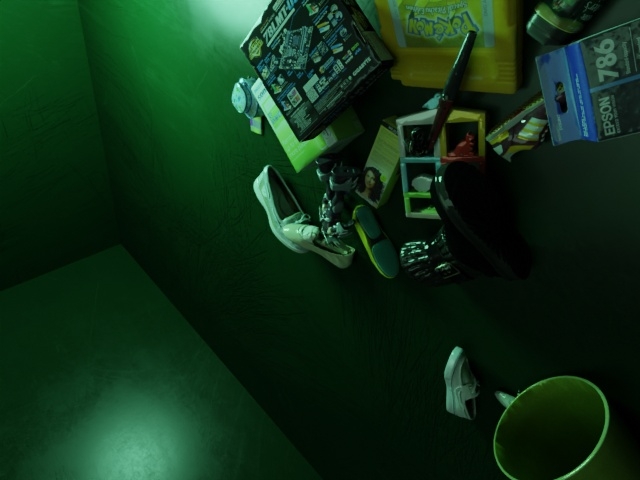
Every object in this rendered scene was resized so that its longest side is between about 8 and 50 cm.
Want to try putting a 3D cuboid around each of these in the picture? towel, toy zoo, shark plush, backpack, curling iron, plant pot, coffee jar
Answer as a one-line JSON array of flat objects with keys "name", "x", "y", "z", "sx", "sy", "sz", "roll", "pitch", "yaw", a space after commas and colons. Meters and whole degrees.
[{"name": "towel", "x": -0.219, "y": -0.408, "z": 1.428, "sx": 0.060, "sy": 0.009, "sz": 0.083, "roll": 30, "pitch": 133, "yaw": 33}, {"name": "toy zoo", "x": 0.275, "y": -0.183, "z": 0.946, "sx": 0.193, "sy": 0.030, "sz": 0.293, "roll": 6, "pitch": 123, "yaw": 30}, {"name": "shark plush", "x": 0.543, "y": 0.457, "z": 1.112, "sx": 0.161, "sy": 0.073, "sz": 0.067, "roll": 33, "pitch": 159, "yaw": 2}, {"name": "backpack", "x": -0.228, "y": -0.452, "z": 1.348, "sx": 0.114, "sy": 0.084, "sz": 0.105, "roll": 51, "pitch": 141, "yaw": 13}, {"name": "curling iron", "x": 0.242, "y": -0.276, "z": 0.838, "sx": 0.035, "sy": 0.068, "sz": 0.273, "roll": 64, "pitch": 148, "yaw": 34}, {"name": "plant pot", "x": 0.595, "y": 0.504, "z": 0.920, "sx": 0.293, "sy": 0.274, "sz": 0.275, "roll": 44, "pitch": 142, "yaw": -3}, {"name": "coffee jar", "x": 0.413, "y": -0.399, "z": 0.653, "sx": 0.079, "sy": 0.096, "sz": 0.184, "roll": 50, "pitch": 142, "yaw": 17}]

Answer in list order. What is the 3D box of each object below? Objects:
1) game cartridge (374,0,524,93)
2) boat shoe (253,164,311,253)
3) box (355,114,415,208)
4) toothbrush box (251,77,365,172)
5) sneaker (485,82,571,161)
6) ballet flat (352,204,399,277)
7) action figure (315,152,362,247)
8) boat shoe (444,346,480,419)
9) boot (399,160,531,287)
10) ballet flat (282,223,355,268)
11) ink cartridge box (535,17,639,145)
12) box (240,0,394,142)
[{"name": "game cartridge", "x": 0.227, "y": -0.432, "z": 0.781, "sx": 0.286, "sy": 0.052, "sz": 0.323, "roll": 22, "pitch": 150, "yaw": 39}, {"name": "boat shoe", "x": -0.118, "y": -0.104, "z": 1.426, "sx": 0.320, "sy": 0.118, "sz": 0.103, "roll": 61, "pitch": 147, "yaw": 10}, {"name": "box", "x": 0.168, "y": -0.198, "z": 1.087, "sx": 0.087, "sy": 0.058, "sz": 0.232, "roll": 41, "pitch": 138, "yaw": 22}, {"name": "toothbrush box", "x": -0.040, "y": -0.365, "z": 1.164, "sx": 0.206, "sy": 0.122, "sz": 0.283, "roll": -26, "pitch": 91, "yaw": 52}, {"name": "sneaker", "x": 0.413, "y": -0.224, "z": 0.797, "sx": 0.084, "sy": 0.069, "sz": 0.185, "roll": 46, "pitch": 143, "yaw": -6}, {"name": "ballet flat", "x": 0.158, "y": 0.004, "z": 1.227, "sx": 0.230, "sy": 0.077, "sz": 0.077, "roll": 63, "pitch": 164, "yaw": 1}, {"name": "action figure", "x": 0.044, "y": -0.104, "z": 1.201, "sx": 0.284, "sy": 0.099, "sz": 0.185, "roll": 93, "pitch": 157, "yaw": -48}, {"name": "boat shoe", "x": 0.409, "y": 0.407, "z": 1.186, "sx": 0.084, "sy": 0.095, "sz": 0.258, "roll": 16, "pitch": 135, "yaw": 38}, {"name": "boot", "x": 0.278, "y": -0.011, "z": 0.947, "sx": 0.260, "sy": 0.131, "sz": 0.348, "roll": -9, "pitch": 131, "yaw": 50}, {"name": "ballet flat", "x": 0.000, "y": 0.000, "z": 1.339, "sx": 0.249, "sy": 0.086, "sz": 0.086, "roll": 28, "pitch": 139, "yaw": -3}, {"name": "ink cartridge box", "x": 0.507, "y": -0.252, "z": 0.614, "sx": 0.333, "sy": 0.065, "sz": 0.165, "roll": -10, "pitch": 106, "yaw": 39}, {"name": "box", "x": -0.023, "y": -0.433, "z": 0.973, "sx": 0.296, "sy": 0.073, "sz": 0.293, "roll": -34, "pitch": 86, "yaw": 43}]
